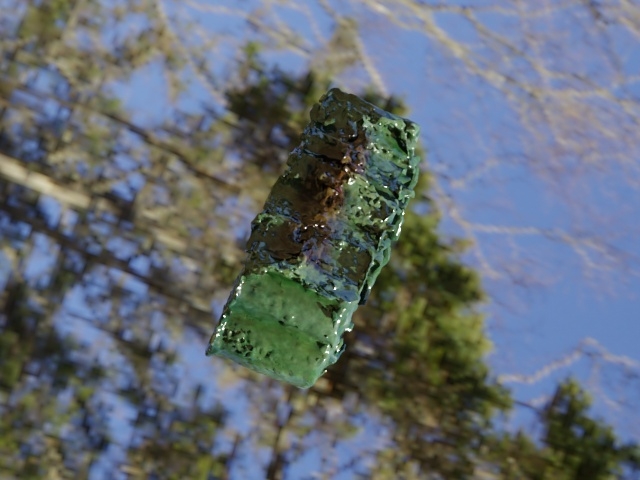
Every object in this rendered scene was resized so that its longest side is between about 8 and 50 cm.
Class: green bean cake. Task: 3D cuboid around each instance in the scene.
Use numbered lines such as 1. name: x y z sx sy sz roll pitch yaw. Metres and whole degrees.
1. green bean cake: 0.000 0.000 1.375 0.193 0.107 0.208 -64 178 17
